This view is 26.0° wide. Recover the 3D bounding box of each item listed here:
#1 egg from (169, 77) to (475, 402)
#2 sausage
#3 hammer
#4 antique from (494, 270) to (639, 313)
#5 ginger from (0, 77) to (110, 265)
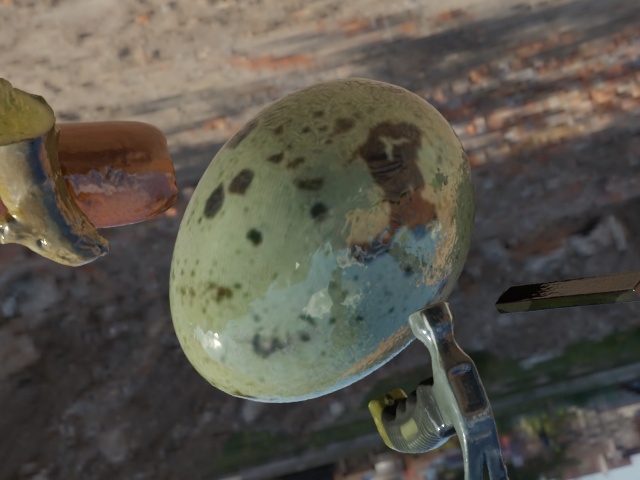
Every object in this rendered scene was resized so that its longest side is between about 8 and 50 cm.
[{"bbox_3d":[0.000,0.000,1.452,0.379,0.287,0.287,-47,178,-14],"label":"egg"},{"bbox_3d":[-0.196,-0.043,0.939,0.198,0.076,0.076,-3,168,-15],"label":"sausage"},{"bbox_3d":[0.098,0.153,1.227,0.041,0.158,0.226,-17,169,-17],"label":"hammer"},{"bbox_3d":[0.231,0.048,1.273,0.031,0.015,0.192,-43,-163,-28],"label":"antique"},{"bbox_3d":[-0.176,-0.037,0.851,0.044,0.137,0.057,5,-142,30],"label":"ginger"}]
